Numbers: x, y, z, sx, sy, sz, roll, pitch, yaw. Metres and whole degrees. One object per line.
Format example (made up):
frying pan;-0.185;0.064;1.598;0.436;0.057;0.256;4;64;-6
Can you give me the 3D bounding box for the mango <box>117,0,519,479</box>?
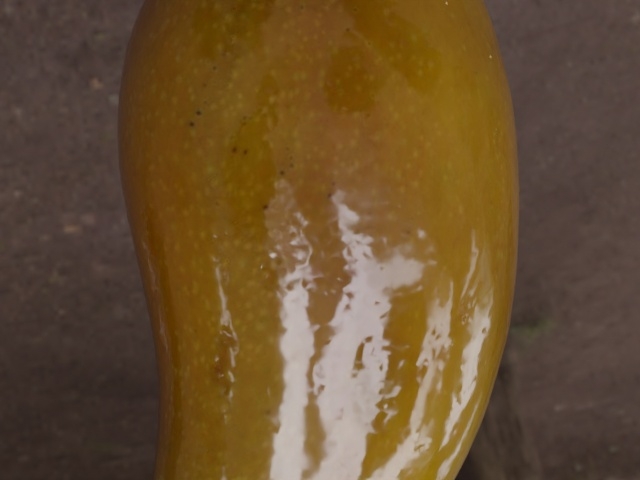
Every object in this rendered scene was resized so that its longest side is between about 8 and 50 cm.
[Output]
mango;0.000;0.000;0.370;0.102;0.184;0.085;5;168;-19
